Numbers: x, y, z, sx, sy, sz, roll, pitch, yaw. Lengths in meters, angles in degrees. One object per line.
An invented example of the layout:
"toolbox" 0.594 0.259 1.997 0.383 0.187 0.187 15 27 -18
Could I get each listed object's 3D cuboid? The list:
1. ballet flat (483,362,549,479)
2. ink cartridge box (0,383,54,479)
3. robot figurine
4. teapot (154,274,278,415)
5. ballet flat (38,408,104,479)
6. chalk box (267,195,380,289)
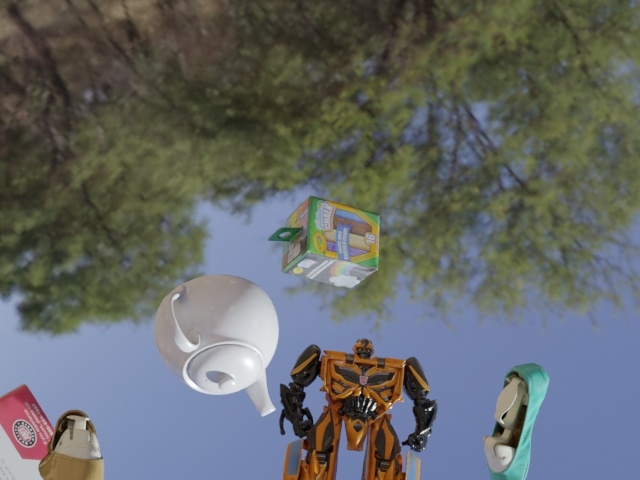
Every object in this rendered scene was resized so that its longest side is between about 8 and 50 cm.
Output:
"ballet flat" 0.326 0.330 2.048 0.083 0.087 0.247 17 -87 55
"ink cartridge box" -0.512 0.414 1.631 0.160 0.279 0.385 -31 179 35
"robot figurine" 0.045 0.268 1.517 0.085 0.211 0.291 107 -11 -76
"teapot" -0.190 0.197 2.188 0.187 0.256 0.252 -105 -155 -45
"ballet flat" -0.309 0.259 1.459 0.232 0.080 0.073 -166 -93 -73
"chalk box" 0.000 0.000 2.439 0.132 0.213 0.132 -39 -139 55
